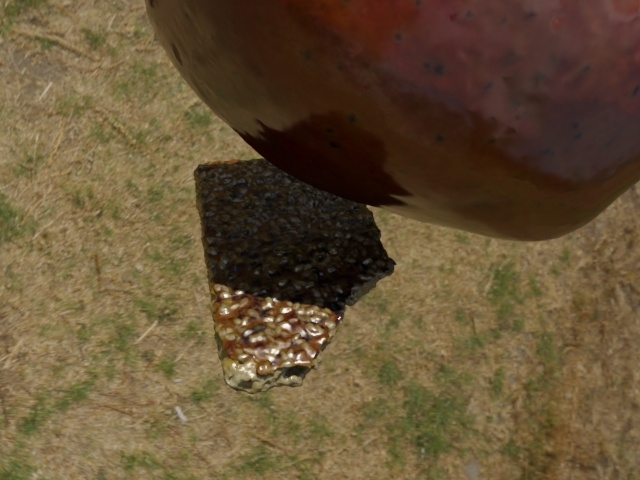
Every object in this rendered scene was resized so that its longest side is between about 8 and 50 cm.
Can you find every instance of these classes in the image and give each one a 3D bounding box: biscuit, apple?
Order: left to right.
[{"bbox_3d":[-0.017,0.006,0.512,0.131,0.026,0.236,-6,38,-11],"label":"biscuit"},{"bbox_3d":[0.089,-0.179,0.447,0.365,0.329,0.295,45,41,-24],"label":"apple"}]
